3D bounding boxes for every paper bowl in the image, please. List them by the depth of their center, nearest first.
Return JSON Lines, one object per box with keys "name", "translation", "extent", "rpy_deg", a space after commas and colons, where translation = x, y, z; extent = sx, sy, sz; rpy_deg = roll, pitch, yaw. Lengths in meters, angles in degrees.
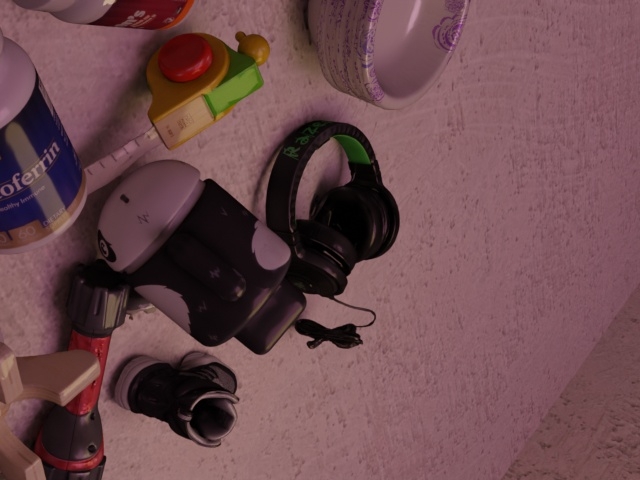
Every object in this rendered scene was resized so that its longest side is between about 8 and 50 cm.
{"name": "paper bowl", "translation": [0.091, -0.344, 1.980], "extent": [0.284, 0.148, 0.284], "rpy_deg": [-37, 140, -39]}

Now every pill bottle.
{"name": "pill bottle", "translation": [-0.353, -0.120, 1.425], "extent": [0.153, 0.153, 0.265], "rpy_deg": [-50, 147, -25]}
{"name": "pill bottle", "translation": [-0.239, -0.297, 1.505], "extent": [0.221, 0.121, 0.121], "rpy_deg": [-8, 119, -56]}

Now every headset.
{"name": "headset", "translation": [0.000, 0.000, 2.154], "extent": [0.243, 0.185, 0.394], "rpy_deg": [-41, 128, -42]}

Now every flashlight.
{"name": "flashlight", "translation": [-0.310, 0.185, 1.780], "extent": [0.103, 0.103, 0.304], "rpy_deg": [-16, 126, -53]}

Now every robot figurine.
{"name": "robot figurine", "translation": [-0.152, 0.025, 1.730], "extent": [0.209, 0.278, 0.174], "rpy_deg": [-34, -160, 46]}

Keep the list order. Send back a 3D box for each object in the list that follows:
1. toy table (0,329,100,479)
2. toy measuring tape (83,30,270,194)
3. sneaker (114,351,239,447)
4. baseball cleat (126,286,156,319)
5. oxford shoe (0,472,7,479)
{"name": "toy table", "translation": [-0.397, 0.184, 1.578], "extent": [0.252, 0.160, 0.274], "rpy_deg": [-49, 148, -25]}
{"name": "toy measuring tape", "translation": [-0.210, -0.169, 1.708], "extent": [0.330, 0.121, 0.121], "rpy_deg": [-34, 144, -8]}
{"name": "sneaker", "translation": [-0.170, 0.237, 1.993], "extent": [0.268, 0.153, 0.101], "rpy_deg": [10, 103, -60]}
{"name": "baseball cleat", "translation": [-0.207, 0.025, 1.879], "extent": [0.206, 0.072, 0.110], "rpy_deg": [-32, 121, -47]}
{"name": "oxford shoe", "translation": [-0.495, 0.368, 1.606], "extent": [0.449, 0.130, 0.169], "rpy_deg": [-29, 139, -68]}
